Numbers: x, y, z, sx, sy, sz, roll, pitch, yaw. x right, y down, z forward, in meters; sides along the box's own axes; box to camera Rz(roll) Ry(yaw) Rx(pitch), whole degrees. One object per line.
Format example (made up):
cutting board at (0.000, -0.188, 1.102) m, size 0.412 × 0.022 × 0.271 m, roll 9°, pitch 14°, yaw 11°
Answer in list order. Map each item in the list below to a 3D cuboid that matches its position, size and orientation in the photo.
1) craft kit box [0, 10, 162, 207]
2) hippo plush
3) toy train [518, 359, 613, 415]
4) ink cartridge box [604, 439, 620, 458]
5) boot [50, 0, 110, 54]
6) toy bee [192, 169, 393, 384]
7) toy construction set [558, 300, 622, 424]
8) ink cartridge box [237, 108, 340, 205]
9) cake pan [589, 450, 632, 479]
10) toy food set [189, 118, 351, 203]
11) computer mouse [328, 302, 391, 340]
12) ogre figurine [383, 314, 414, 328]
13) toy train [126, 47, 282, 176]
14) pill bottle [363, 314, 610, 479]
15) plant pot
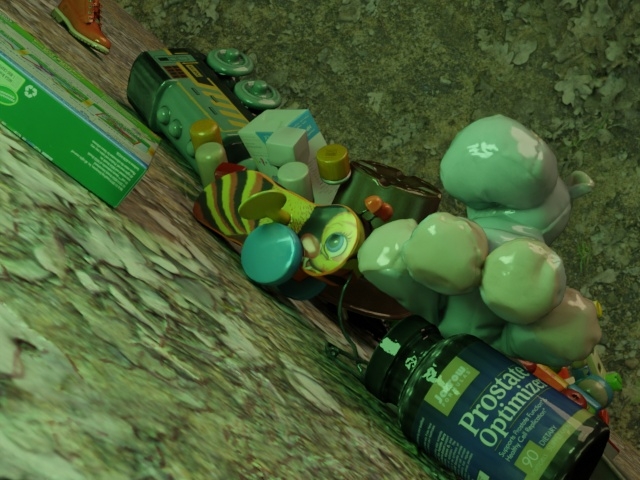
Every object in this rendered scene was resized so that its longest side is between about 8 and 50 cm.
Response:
craft kit box at (-0.279, -0.147, 1.006) m, size 0.250 × 0.061 × 0.246 m, roll 39°, pitch 9°, yaw -12°
hippo plush at (0.211, 0.004, 1.042) m, size 0.234 × 0.236 × 0.294 m, roll 7°, pitch -32°, yaw 44°
toy train at (0.299, 0.188, 1.451) m, size 0.248 × 0.105 × 0.143 m, roll 39°, pitch 37°, yaw 26°
ink cartridge box at (0.430, 0.321, 1.770) m, size 0.127 × 0.072 × 0.175 m, roll 43°, pitch 2°, yaw -39°
boot at (-0.433, -0.413, 1.862) m, size 0.158 × 0.084 × 0.059 m, roll 44°, pitch 6°, yaw 23°
toy bee at (0.000, 0.000, 1.125) m, size 0.298 × 0.162 × 0.195 m, roll 41°, pitch 4°, yaw 9°
toy construction set at (0.373, 0.216, 1.602) m, size 0.328 × 0.151 × 0.215 m, roll -6°, pitch 81°, yaw -42°
ink cartridge box at (-0.026, -0.090, 1.379) m, size 0.104 × 0.061 × 0.181 m, roll 10°, pitch -45°, yaw 53°
cake pan at (0.439, 0.392, 1.296) m, size 0.293 × 0.054 × 0.293 m, roll 47°, pitch 6°, yaw -6°
toy food set at (-0.073, -0.074, 1.275) m, size 0.232 × 0.111 × 0.104 m, roll 11°, pitch -46°, yaw 23°
computer mouse at (0.103, 0.132, 1.255) m, size 0.184 × 0.060 × 0.262 m, roll 39°, pitch 6°, yaw -17°
ogre figurine at (0.112, 0.083, 1.519) m, size 0.118 × 0.097 × 0.197 m, roll 29°, pitch -17°, yaw 53°
toy train at (-0.154, -0.180, 1.521) m, size 0.190 × 0.142 × 0.334 m, roll -12°, pitch 48°, yaw -37°
pill bottle at (0.153, 0.167, 0.959) m, size 0.219 × 0.123 × 0.123 m, roll 33°, pitch 2°, yaw 28°
plant pot at (0.071, -0.007, 1.284) m, size 0.167 × 0.165 × 0.167 m, roll 18°, pitch 16°, yaw -6°
